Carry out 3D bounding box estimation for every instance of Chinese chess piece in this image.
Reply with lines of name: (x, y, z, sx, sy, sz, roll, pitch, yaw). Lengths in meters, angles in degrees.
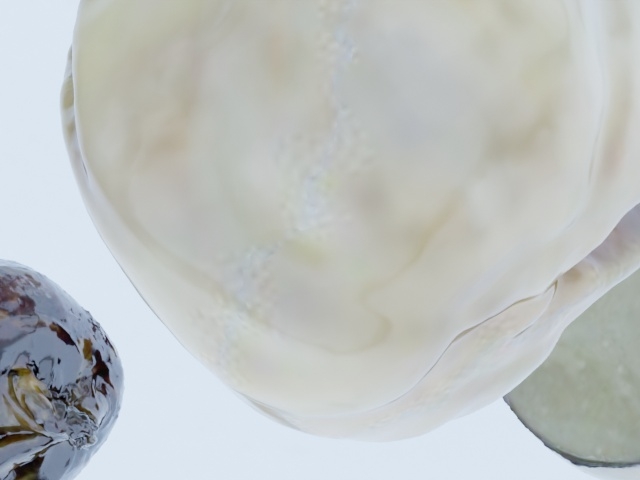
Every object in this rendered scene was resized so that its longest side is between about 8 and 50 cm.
Chinese chess piece: (0.286, 0.040, 1.523, 0.338, 0.140, 0.338, -13, 72, 46)

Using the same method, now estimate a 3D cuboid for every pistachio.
pistachio: (0.030, -0.067, 0.693, 0.238, 0.229, 0.321, 22, 48, -2)

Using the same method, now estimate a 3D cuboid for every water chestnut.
water chestnut: (-0.262, 0.123, 1.444, 0.238, 0.224, 0.223, 27, 78, 49)
